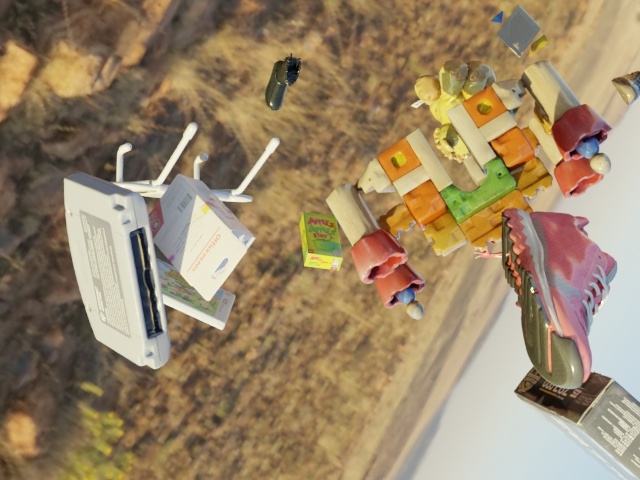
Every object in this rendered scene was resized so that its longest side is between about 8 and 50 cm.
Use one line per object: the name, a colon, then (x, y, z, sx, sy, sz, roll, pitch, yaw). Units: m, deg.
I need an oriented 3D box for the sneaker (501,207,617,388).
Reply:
sneaker: (0.315, 0.052, 1.186, 0.314, 0.136, 0.116, -92, 174, -53)

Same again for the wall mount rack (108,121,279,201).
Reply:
wall mount rack: (-0.263, -0.154, 1.971, 0.350, 0.304, 0.131, 4, 87, -41)

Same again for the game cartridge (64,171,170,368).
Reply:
game cartridge: (-0.328, 0.043, 1.495, 0.060, 0.196, 0.294, -26, 121, -40)

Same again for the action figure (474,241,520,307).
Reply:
action figure: (0.420, 0.045, 2.114, 0.280, 0.139, 0.092, 75, 21, -53)

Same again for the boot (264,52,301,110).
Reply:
boot: (-0.080, -0.345, 2.057, 0.099, 0.045, 0.121, 13, -89, 66)

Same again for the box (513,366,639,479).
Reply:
box: (0.512, 0.347, 1.454, 0.097, 0.395, 0.318, -50, -177, -5)

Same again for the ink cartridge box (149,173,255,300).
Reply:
ink cartridge box: (-0.187, -0.001, 1.513, 0.115, 0.198, 0.067, -52, 148, 13)

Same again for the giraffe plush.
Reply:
giraffe plush: (0.290, -0.261, 2.002, 0.181, 0.171, 0.210, -3, 159, -32)

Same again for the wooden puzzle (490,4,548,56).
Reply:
wooden puzzle: (0.363, -0.382, 1.726, 0.078, 0.116, 0.014, -49, -154, -7)

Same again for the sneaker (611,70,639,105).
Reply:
sneaker: (0.668, -0.337, 2.015, 0.071, 0.066, 0.188, -34, -177, 18)

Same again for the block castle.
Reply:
block castle: (0.260, -0.066, 1.568, 0.453, 0.213, 0.303, -31, 160, 4)

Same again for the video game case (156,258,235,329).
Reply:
video game case: (-0.302, 0.118, 2.137, 0.193, 0.212, 0.023, -84, -160, -75)

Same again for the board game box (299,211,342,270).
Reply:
board game box: (0.000, 0.000, 2.450, 0.181, 0.092, 0.043, -98, -161, -52)
